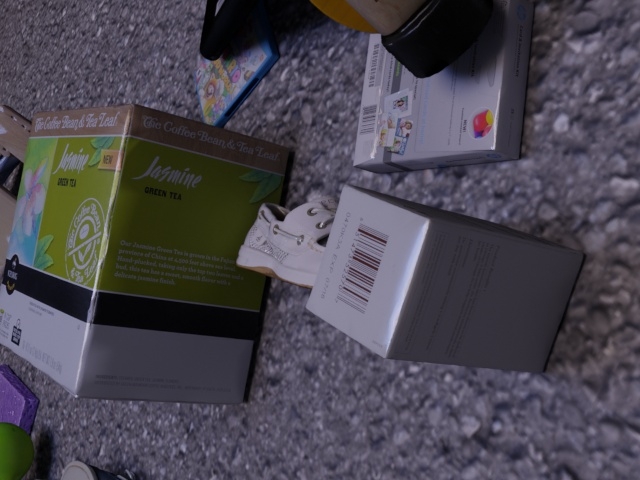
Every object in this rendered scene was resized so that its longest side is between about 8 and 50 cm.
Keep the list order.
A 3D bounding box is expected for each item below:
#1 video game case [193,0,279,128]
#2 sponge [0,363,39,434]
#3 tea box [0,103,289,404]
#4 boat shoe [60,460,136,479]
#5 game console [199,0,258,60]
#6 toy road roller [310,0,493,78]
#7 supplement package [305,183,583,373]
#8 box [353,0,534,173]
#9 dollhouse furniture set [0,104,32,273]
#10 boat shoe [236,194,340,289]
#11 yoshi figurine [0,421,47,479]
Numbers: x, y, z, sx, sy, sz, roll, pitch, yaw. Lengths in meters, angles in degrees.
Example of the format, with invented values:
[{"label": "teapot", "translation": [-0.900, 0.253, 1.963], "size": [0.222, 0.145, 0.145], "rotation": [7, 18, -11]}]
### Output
[{"label": "video game case", "translation": [-0.119, -0.239, 1.132], "size": [0.166, 0.015, 0.119], "rotation": [-43, 49, 37]}, {"label": "sponge", "translation": [-0.597, 0.323, 1.584], "size": [0.210, 0.031, 0.117], "rotation": [19, 97, 51]}, {"label": "tea box", "translation": [-0.240, 0.011, 1.052], "size": [0.329, 0.220, 0.324], "rotation": [7, 86, 53]}, {"label": "boat shoe", "translation": [-0.280, 0.362, 1.128], "size": [0.254, 0.079, 0.095], "rotation": [-1, 78, 50]}, {"label": "game console", "translation": [-0.067, -0.413, 0.973], "size": [0.386, 0.060, 0.342], "rotation": [175, 104, -74]}, {"label": "toy road roller", "translation": [0.105, -0.330, 0.716], "size": [0.329, 0.202, 0.241], "rotation": [-43, 23, 23]}, {"label": "supplement package", "translation": [0.098, 0.032, 0.646], "size": [0.105, 0.179, 0.105], "rotation": [26, 101, 52]}, {"label": "box", "translation": [0.112, -0.143, 0.792], "size": [0.186, 0.038, 0.145], "rotation": [-2, 79, 53]}, {"label": "dollhouse furniture set", "translation": [-0.621, -0.105, 1.704], "size": [0.286, 0.198, 0.303], "rotation": [-50, 9, 2]}, {"label": "boat shoe", "translation": [0.000, 0.000, 0.848], "size": [0.277, 0.098, 0.096], "rotation": [11, 90, 54]}, {"label": "yoshi figurine", "translation": [-0.626, 0.408, 1.424], "size": [0.362, 0.203, 0.203], "rotation": [-11, 112, 15]}]
